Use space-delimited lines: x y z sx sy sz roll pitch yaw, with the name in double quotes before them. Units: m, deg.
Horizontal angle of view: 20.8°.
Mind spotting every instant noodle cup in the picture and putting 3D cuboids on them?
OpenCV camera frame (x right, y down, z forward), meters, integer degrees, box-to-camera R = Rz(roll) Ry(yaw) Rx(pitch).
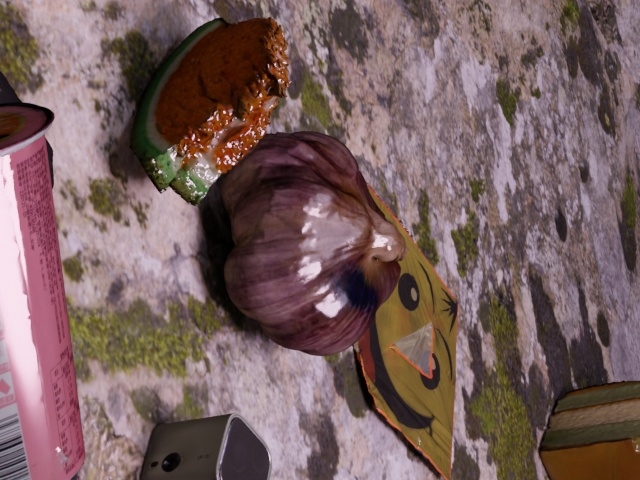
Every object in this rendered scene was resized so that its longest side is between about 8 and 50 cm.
"instant noodle cup" -0.267 0.055 1.182 0.244 0.244 0.255 -41 124 -60

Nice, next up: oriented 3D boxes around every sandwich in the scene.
"sandwich" 0.451 0.312 2.418 0.198 0.227 0.155 66 30 -22
"sandwich" -0.093 -0.132 1.649 0.079 0.159 0.235 55 14 -28

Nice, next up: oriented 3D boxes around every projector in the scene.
"projector" -0.101 0.208 1.559 0.083 0.082 0.083 54 35 -39

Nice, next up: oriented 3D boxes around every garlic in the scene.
"garlic" 0.000 0.000 1.753 0.245 0.160 0.245 32 52 -54

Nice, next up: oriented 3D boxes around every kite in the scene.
"kite" 0.110 0.105 2.082 0.327 0.013 0.377 -20 95 -63

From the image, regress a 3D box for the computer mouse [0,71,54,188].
"computer mouse" -0.273 -0.086 1.384 0.172 0.057 0.099 63 31 -5
